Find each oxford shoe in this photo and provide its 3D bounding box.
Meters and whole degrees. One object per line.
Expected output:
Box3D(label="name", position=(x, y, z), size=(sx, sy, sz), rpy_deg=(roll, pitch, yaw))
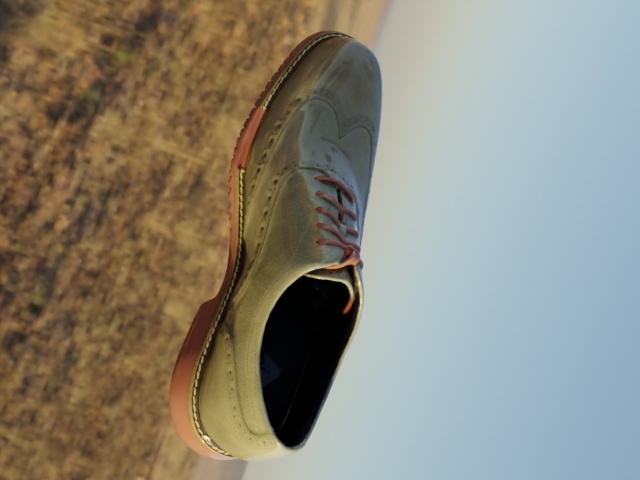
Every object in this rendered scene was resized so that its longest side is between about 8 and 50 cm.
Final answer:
Box3D(label="oxford shoe", position=(0.000, 0.000, 0.860), size=(0.130, 0.123, 0.348), rpy_deg=(-4, -111, 54))
